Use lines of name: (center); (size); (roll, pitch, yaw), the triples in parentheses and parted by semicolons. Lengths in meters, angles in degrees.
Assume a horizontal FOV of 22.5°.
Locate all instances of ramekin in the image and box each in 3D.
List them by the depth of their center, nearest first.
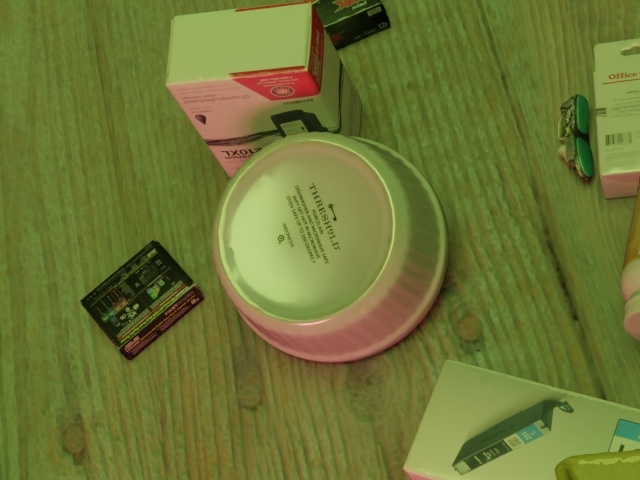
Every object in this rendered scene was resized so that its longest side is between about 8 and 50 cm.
ramekin: (0.000, 0.000, 1.828); (0.273, 0.127, 0.273); (-4, 78, 18)

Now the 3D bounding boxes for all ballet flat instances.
ballet flat: (0.298, -0.117, 1.896); (0.041, 0.041, 0.114); (-6, 61, 14)

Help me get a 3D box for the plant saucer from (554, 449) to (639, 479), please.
plant saucer: (0.398, 0.288, 1.473); (0.332, 0.081, 0.333); (-6, 18, 3)

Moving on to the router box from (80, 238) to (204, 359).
router box: (-0.215, 0.071, 1.949); (0.122, 0.038, 0.092); (-40, 58, -6)

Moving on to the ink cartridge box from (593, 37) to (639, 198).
ink cartridge box: (0.374, -0.144, 1.868); (0.104, 0.060, 0.180); (-6, 61, 15)

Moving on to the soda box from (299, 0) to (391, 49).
soda box: (0.000, -0.276, 2.060); (0.169, 0.053, 0.060); (-23, 58, 4)

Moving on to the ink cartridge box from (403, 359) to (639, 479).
ink cartridge box: (0.228, 0.284, 1.681); (0.296, 0.066, 0.261); (13, 67, 23)

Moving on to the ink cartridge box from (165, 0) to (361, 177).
ink cartridge box: (-0.062, -0.174, 1.918); (0.172, 0.237, 0.100); (-4, 64, 15)

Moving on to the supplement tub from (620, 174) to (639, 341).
supplement tub: (0.402, 0.010, 1.727); (0.144, 0.144, 0.200); (6, 65, 20)
